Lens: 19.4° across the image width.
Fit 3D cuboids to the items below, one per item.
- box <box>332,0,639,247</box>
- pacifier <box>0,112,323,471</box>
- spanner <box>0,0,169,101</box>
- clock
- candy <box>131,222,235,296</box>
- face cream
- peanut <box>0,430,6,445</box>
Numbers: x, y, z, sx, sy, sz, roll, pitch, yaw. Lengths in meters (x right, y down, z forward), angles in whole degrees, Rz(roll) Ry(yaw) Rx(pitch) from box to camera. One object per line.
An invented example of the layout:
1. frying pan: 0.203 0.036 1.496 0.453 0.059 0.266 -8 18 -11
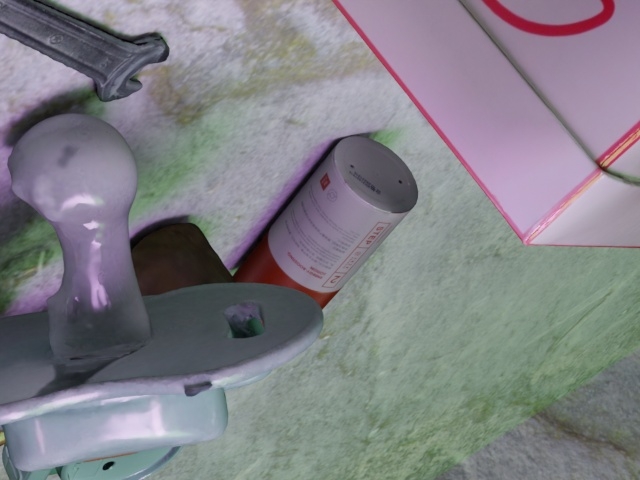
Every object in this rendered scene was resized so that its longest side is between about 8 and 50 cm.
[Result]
1. box: 0.220 -0.201 1.412 0.300 0.312 0.314 -44 161 20
2. pacifier: -0.174 0.032 1.446 0.343 0.269 0.288 -7 -167 -5
3. spanner: -0.187 -0.144 1.307 0.071 0.017 0.302 -40 162 13
4. clock: -0.185 0.171 1.702 0.189 0.060 0.148 -5 141 -34
5. candy: -0.180 0.088 1.750 0.102 0.104 0.234 -1 141 -51
6. face cream: 0.000 0.000 1.857 0.096 0.096 0.214 -15 153 -47
7. peanut: -0.333 0.165 1.612 0.253 0.137 0.122 -45 129 0
